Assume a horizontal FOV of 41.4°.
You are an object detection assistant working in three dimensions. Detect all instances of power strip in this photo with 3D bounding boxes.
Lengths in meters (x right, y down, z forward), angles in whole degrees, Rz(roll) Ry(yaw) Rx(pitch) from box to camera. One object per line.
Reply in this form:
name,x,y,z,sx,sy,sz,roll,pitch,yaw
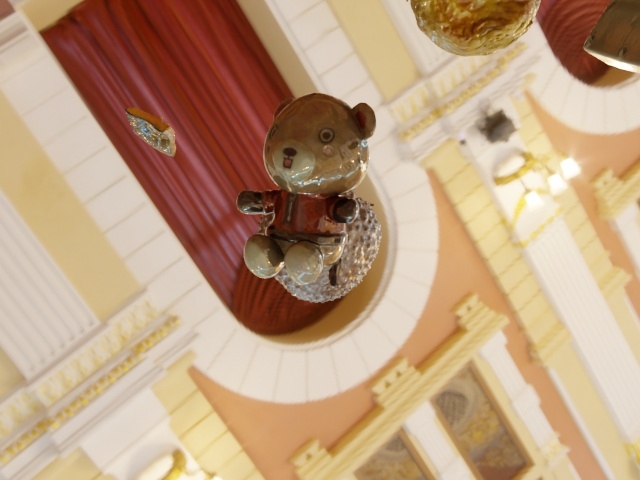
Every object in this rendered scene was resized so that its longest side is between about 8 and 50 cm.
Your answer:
power strip,0.451,-0.256,1.100,0.091,0.062,0.385,-60,-167,15

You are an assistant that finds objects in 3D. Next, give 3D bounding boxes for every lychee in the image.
lychee,-0.003,0.004,1.977,0.300,0.300,0.300,-29,-162,10

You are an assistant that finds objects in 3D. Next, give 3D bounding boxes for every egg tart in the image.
egg tart,0.309,-0.520,1.751,0.295,0.295,0.116,-33,-163,-3

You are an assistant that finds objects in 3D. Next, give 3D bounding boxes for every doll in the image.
doll,-0.012,-0.087,1.455,0.235,0.330,0.174,11,-177,39

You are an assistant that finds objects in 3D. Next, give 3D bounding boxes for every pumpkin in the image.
pumpkin,-0.260,-0.175,1.323,0.035,0.073,0.101,-63,174,-17
